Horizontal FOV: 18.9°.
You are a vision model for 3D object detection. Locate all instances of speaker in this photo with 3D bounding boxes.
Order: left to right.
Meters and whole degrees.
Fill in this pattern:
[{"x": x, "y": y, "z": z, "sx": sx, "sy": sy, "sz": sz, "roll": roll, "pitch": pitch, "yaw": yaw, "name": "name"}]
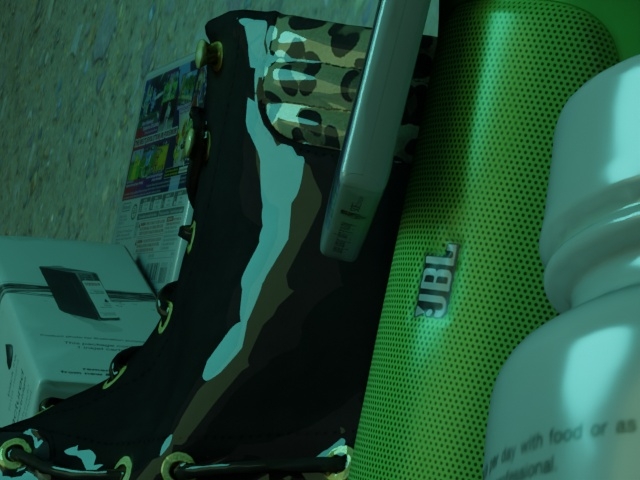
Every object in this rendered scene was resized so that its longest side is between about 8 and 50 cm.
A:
[{"x": 0.082, "y": 0.025, "z": 0.666, "sx": 0.131, "sy": 0.131, "sz": 0.296, "roll": 179, "pitch": 104, "yaw": -70, "name": "speaker"}]

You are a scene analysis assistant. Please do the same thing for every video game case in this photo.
[{"x": -0.109, "y": -0.042, "z": 1.384, "sx": 0.201, "sy": 0.023, "sz": 0.183, "roll": 175, "pitch": 107, "yaw": -71, "name": "video game case"}, {"x": 0.029, "y": -0.079, "z": 0.707, "sx": 0.143, "sy": 0.019, "sz": 0.157, "roll": 106, "pitch": 178, "yaw": -80, "name": "video game case"}]

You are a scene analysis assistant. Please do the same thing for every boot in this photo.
[{"x": -0.058, "y": 0.046, "z": 0.876, "sx": 0.377, "sy": 0.138, "sz": 0.284, "roll": 7, "pitch": 80, "yaw": 42, "name": "boot"}]

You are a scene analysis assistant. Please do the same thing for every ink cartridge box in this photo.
[{"x": -0.169, "y": 0.132, "z": 1.266, "sx": 0.273, "sy": 0.114, "sz": 0.197, "roll": -130, "pitch": 50, "yaw": -65, "name": "ink cartridge box"}]

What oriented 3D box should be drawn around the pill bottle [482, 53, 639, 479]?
[{"x": 0.116, "y": 0.103, "z": 0.468, "sx": 0.160, "sy": 0.160, "sz": 0.283, "roll": 143, "pitch": 136, "yaw": -61, "name": "pill bottle"}]
